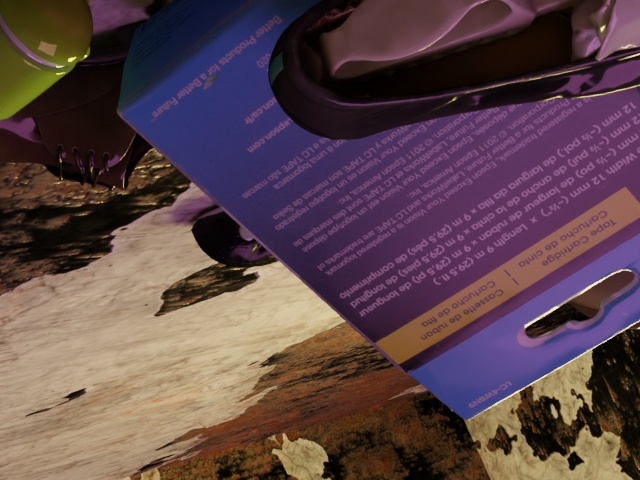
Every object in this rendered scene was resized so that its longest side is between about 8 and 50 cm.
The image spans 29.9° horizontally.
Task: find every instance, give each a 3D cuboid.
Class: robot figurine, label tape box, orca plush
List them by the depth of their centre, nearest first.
[{"bbox_3d":[-0.179,-0.114,0.691,0.115,0.067,0.101,-32,164,28],"label":"robot figurine"},{"bbox_3d":[0.083,-0.066,0.766,0.249,0.115,0.348,-35,122,22],"label":"label tape box"},{"bbox_3d":[0.000,0.000,1.295,0.151,0.102,0.287,-34,162,35],"label":"orca plush"}]

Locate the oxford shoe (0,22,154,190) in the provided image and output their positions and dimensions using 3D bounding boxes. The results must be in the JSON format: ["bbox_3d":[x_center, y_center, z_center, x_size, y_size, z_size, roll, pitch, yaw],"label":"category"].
[{"bbox_3d":[-0.169,-0.075,0.796,0.227,0.096,0.083,-18,167,-13],"label":"oxford shoe"}]

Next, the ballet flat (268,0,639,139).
[{"bbox_3d":[0.108,-0.113,0.591,0.281,0.095,0.096,-19,172,6],"label":"ballet flat"}]

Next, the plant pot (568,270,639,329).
[{"bbox_3d":[0.193,-0.088,0.974,0.280,0.323,0.323,4,154,-27],"label":"plant pot"}]
